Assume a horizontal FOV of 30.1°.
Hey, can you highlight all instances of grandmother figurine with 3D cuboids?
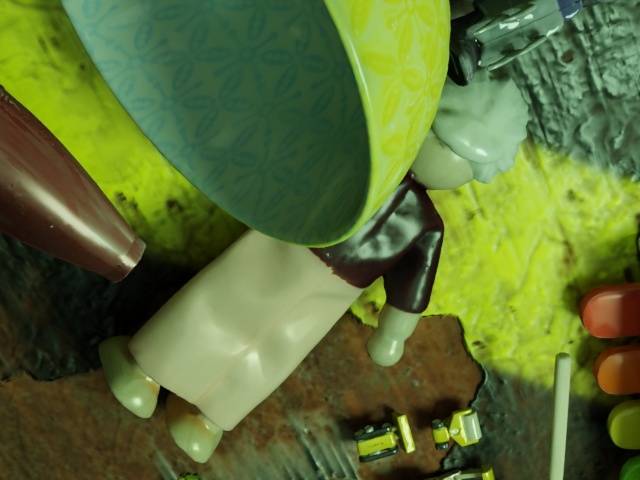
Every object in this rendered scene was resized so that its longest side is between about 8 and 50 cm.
[{"bbox_3d":[0.000,0.000,0.829,0.342,0.104,0.208,-41,126,10],"label":"grandmother figurine"}]

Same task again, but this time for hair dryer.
[{"bbox_3d":[-0.266,-0.022,0.824,0.293,0.080,0.224,7,129,-1],"label":"hair dryer"}]

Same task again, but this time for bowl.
[{"bbox_3d":[-0.021,-0.157,0.674,0.156,0.289,0.290,-38,116,-26],"label":"bowl"}]

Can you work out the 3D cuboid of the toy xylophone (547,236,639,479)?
[{"bbox_3d":[0.277,0.141,0.913,0.236,0.081,0.323,2,113,-5],"label":"toy xylophone"}]

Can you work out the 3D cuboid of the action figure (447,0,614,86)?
[{"bbox_3d":[0.201,-0.191,0.754,0.285,0.099,0.185,-21,97,0],"label":"action figure"}]

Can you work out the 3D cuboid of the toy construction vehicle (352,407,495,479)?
[{"bbox_3d":[0.082,0.171,0.943,0.098,0.035,0.086,-18,103,1],"label":"toy construction vehicle"}]
